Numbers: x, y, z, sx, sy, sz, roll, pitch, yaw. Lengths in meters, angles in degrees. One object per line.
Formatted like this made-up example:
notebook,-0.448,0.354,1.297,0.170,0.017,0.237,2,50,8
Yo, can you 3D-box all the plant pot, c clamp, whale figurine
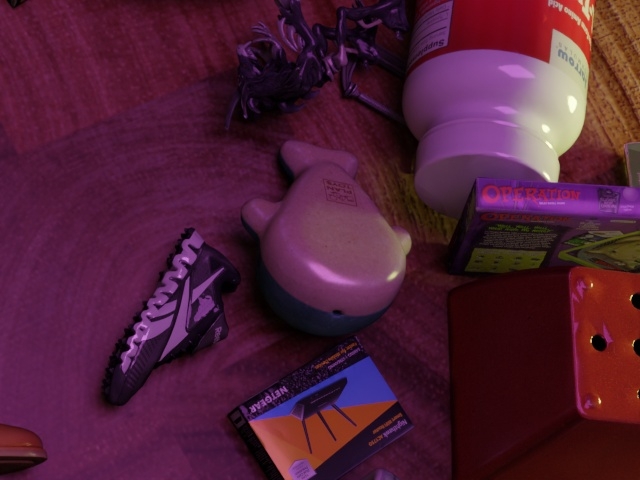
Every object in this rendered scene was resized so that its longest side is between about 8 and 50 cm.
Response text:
plant pot,0.325,0.160,1.890,0.267,0.236,0.267,8,68,-20
c clamp,0.090,-0.183,2.050,0.160,0.022,0.137,34,62,-7
whale figurine,0.000,0.000,1.900,0.216,0.141,0.272,10,42,-19

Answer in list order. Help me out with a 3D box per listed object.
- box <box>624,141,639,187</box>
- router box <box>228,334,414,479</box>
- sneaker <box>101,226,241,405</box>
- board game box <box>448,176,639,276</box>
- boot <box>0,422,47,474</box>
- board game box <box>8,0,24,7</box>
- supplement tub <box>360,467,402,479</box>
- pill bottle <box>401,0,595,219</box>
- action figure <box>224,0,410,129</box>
box,0.571,-0.031,2.082,0.322,0.058,0.232,-4,69,7
router box,0.002,0.210,1.848,0.179,0.046,0.133,-30,84,-29
sneaker,-0.161,0.100,1.807,0.106,0.078,0.234,31,60,-5
board game box,0.341,-0.005,1.929,0.346,0.208,0.056,4,71,-4
boot,-0.424,0.136,1.685,0.283,0.109,0.220,7,64,-12
board game box,-0.402,-0.419,1.940,0.136,0.030,0.260,-39,87,-31
supplement tub,0.110,0.355,1.795,0.190,0.117,0.117,36,61,-6
pill bottle,0.225,-0.237,1.998,0.229,0.229,0.408,17,62,-15
action figure,-0.028,-0.238,1.948,0.275,0.164,0.141,-31,86,-34
